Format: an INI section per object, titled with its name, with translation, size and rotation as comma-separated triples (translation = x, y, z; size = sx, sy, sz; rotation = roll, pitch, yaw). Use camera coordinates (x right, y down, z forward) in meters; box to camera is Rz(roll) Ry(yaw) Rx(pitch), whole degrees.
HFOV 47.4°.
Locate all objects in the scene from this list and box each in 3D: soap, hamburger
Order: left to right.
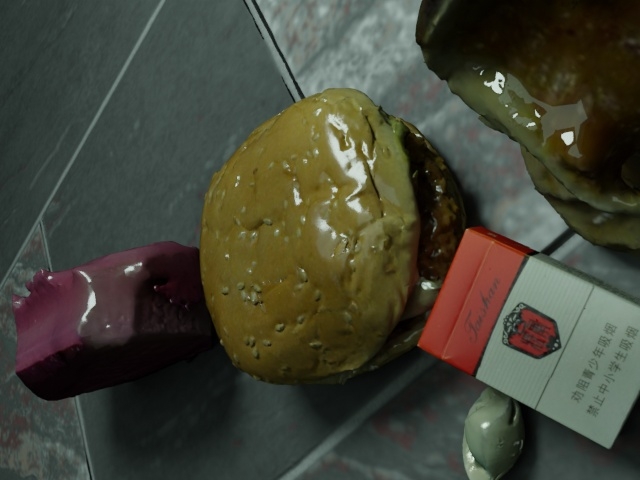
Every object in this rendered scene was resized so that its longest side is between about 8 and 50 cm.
[soap]
translation = -0.250, 0.101, 0.887
size = 0.324, 0.220, 0.128
rotation = -30, 71, 41
[hamburger]
translation = -0.001, 0.000, 0.677
size = 0.283, 0.144, 0.260
rotation = -33, 57, 34

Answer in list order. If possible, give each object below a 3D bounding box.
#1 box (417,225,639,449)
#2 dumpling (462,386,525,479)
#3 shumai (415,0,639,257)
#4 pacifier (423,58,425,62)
[box]
translation = 0.158, 0.065, 0.522
size = 0.152, 0.048, 0.100
rotation = 27, 103, 27
[dumpling]
translation = 0.132, 0.151, 0.577
size = 0.059, 0.043, 0.077
rotation = -172, 74, -65
[shumai]
translation = 0.188, -0.146, 0.401
size = 0.267, 0.262, 0.314
rotation = 30, 105, 45
[pacifier]
translation = 0.137, -0.160, 0.616
size = 0.078, 0.081, 0.099
rotation = 64, 163, -8
